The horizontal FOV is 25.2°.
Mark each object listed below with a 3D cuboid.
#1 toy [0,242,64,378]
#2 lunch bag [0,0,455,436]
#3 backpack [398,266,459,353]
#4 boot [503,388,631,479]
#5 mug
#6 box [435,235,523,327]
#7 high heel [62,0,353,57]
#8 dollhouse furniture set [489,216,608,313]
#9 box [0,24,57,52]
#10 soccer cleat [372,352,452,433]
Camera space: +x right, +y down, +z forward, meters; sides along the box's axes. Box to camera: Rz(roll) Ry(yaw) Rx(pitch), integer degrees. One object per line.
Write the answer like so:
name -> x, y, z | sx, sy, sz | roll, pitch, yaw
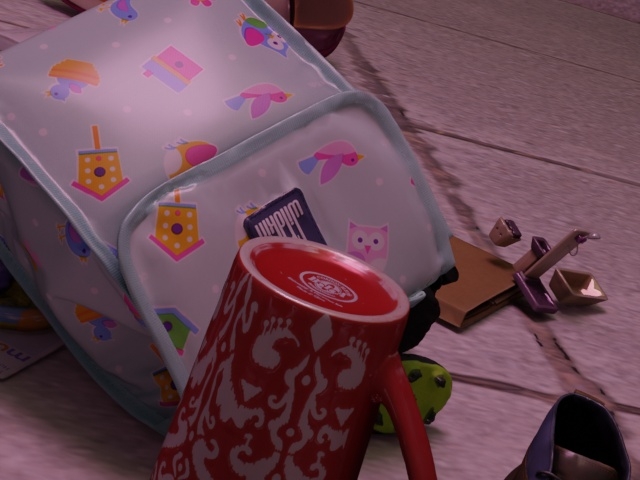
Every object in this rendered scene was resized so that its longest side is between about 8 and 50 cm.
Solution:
toy -> -0.201, 0.008, 0.970 | 0.136, 0.056, 0.237 | 23, 20, 15
lunch bag -> -0.073, -0.023, 0.884 | 0.223, 0.160, 0.262 | -32, 68, -31
backpack -> 0.000, 0.000, 1.068 | 0.152, 0.115, 0.182 | 17, 34, -29
boot -> 0.115, 0.161, 0.774 | 0.082, 0.106, 0.219 | 21, 20, 6
mug -> -0.006, 0.097, 0.741 | 0.150, 0.169, 0.113 | 16, 19, -7
box -> 0.070, 0.010, 1.257 | 0.201, 0.021, 0.164 | 27, 21, 21
high heel -> -0.153, -0.282, 1.770 | 0.377, 0.127, 0.181 | 11, -8, -10
dollhouse furniture set -> 0.226, 0.007, 1.273 | 0.114, 0.081, 0.091 | 9, 45, -49
box -> -0.232, -0.132, 1.261 | 0.102, 0.087, 0.101 | 27, 21, 20
soccer cleat -> 0.008, 0.092, 0.932 | 0.178, 0.060, 0.072 | 0, 25, -35
